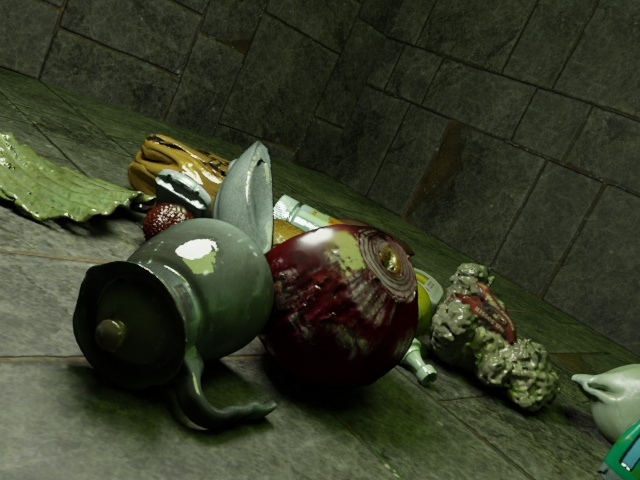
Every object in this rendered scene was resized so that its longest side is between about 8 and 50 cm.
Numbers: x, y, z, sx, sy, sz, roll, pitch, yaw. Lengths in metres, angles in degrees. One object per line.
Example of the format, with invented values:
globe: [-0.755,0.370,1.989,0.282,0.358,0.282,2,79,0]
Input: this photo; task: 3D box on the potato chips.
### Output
potato chips: [-0.589,-0.140,1.393,0.390,0.097,0.373,22,12,0]

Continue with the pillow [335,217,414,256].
pillow: [0.193,-0.002,2.344,0.308,0.108,0.305,28,11,17]

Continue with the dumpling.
dumpling: [0.782,0.432,1.494,0.212,0.270,0.320,-10,56,-32]

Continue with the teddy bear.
teddy bear: [0.447,0.257,1.523,0.368,0.224,0.357,29,26,10]

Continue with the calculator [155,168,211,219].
calculator: [-0.330,-0.075,1.463,0.141,0.045,0.246,31,-31,4]

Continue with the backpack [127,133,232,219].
backpack: [-0.337,-0.150,1.706,0.378,0.201,0.354,27,11,22]

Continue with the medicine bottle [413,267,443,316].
medicine bottle: [0.243,0.157,1.736,0.179,0.124,0.324,28,13,14]

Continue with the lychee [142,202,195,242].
lychee: [-0.337,-0.026,1.378,0.123,0.123,0.129,24,-4,-7]

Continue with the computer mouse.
computer mouse: [-0.190,-0.077,1.437,0.114,0.203,0.373,11,55,-26]

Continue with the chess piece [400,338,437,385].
chess piece: [0.211,0.268,1.345,0.067,0.067,0.103,15,23,-38]

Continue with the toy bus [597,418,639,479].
toy bus: [0.722,0.477,1.135,0.184,0.199,0.343,18,16,-35]

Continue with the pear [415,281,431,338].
pear: [0.169,0.176,1.473,0.180,0.166,0.216,35,44,3]

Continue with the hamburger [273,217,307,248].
hamburger: [-0.069,0.039,1.598,0.211,0.132,0.309,28,10,26]

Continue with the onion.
onion: [0.045,0.132,1.096,0.337,0.282,0.260,26,35,-56]

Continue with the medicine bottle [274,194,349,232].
medicine bottle: [0.000,0.000,1.833,0.318,0.158,0.158,27,12,6]

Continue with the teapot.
teapot: [-0.212,0.132,0.889,0.224,0.305,0.285,-9,6,23]
